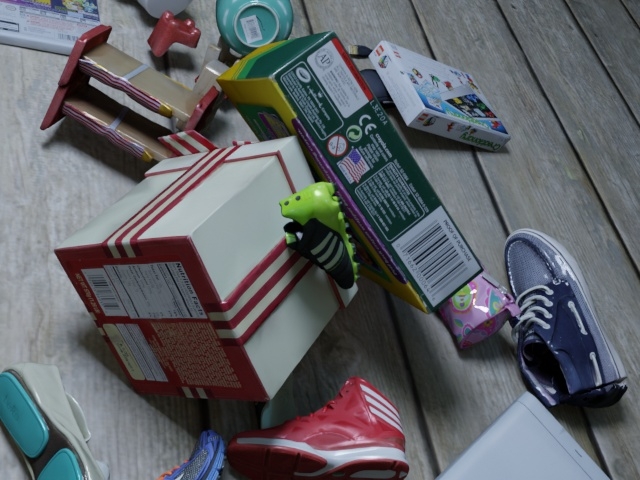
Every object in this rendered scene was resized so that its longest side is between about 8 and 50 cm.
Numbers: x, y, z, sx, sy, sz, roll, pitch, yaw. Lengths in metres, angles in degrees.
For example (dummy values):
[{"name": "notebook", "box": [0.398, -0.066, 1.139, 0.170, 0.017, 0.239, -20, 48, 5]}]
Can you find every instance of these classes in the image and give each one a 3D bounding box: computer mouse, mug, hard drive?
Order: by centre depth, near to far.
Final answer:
[{"name": "hard drive", "box": [0.277, 0.385, 1.082, 0.353, 0.047, 0.233, -27, 70, -44]}, {"name": "mug", "box": [-0.099, -0.369, 1.317, 0.157, 0.129, 0.097, 22, 26, -21]}, {"name": "computer mouse", "box": [0.105, -0.343, 1.602, 0.262, 0.060, 0.184, -19, 66, -42]}]

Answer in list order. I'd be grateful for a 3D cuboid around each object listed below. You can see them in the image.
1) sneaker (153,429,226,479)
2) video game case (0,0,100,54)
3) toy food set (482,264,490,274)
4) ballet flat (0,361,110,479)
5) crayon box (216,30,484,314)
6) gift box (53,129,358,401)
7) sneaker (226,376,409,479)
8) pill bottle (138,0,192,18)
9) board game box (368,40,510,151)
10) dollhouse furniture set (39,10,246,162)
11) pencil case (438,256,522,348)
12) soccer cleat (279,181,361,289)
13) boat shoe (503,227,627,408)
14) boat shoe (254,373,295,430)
[{"name": "sneaker", "box": [-0.173, 0.287, 0.853, 0.087, 0.083, 0.221, 32, 40, 3]}, {"name": "video game case", "box": [-0.467, -0.381, 1.293, 0.201, 0.023, 0.183, 4, 51, -29]}, {"name": "toy food set", "box": [0.253, 0.044, 1.386, 0.122, 0.019, 0.078, 26, 43, -11]}, {"name": "ballet flat", "box": [-0.270, 0.231, 0.835, 0.086, 0.086, 0.248, -10, 53, -38]}, {"name": "crayon box", "box": [0.028, -0.100, 1.075, 0.106, 0.313, 0.363, -38, 110, -7]}, {"name": "gift box", "box": [-0.139, 0.018, 0.956, 0.258, 0.276, 0.255, -48, 129, -45]}, {"name": "sneaker", "box": [-0.003, 0.237, 0.980, 0.221, 0.087, 0.128, 8, 41, -6]}, {"name": "pill bottle", "box": [-0.339, -0.535, 1.415, 0.152, 0.152, 0.272, -22, 66, -43]}, {"name": "board game box", "box": [0.251, -0.294, 1.615, 0.305, 0.053, 0.193, 7, 49, -44]}, {"name": "dollhouse furniture set", "box": [-0.255, -0.245, 1.250, 0.201, 0.152, 0.374, 30, 26, -6]}, {"name": "pencil case", "box": [0.207, 0.037, 1.288, 0.124, 0.124, 0.284, -14, 61, -40]}, {"name": "soccer cleat", "box": [0.000, 0.000, 0.883, 0.072, 0.179, 0.060, -17, 52, 2]}, {"name": "boat shoe", "box": [0.377, 0.123, 1.314, 0.158, 0.127, 0.341, 1, 53, -42]}, {"name": "boat shoe", "box": [-0.062, 0.211, 1.020, 0.049, 0.042, 0.133, 15, 60, -29]}]
